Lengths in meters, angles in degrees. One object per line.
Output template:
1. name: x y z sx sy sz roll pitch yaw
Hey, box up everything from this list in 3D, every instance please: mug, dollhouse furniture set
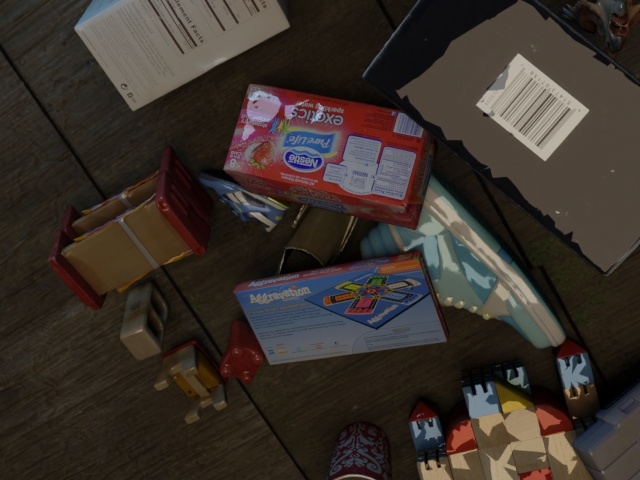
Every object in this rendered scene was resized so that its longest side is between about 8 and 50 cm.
1. mug: 0.044 0.368 1.288 0.150 0.169 0.113 -13 106 11
2. dollhouse furniture set: -0.212 0.076 1.254 0.201 0.152 0.374 -26 121 13

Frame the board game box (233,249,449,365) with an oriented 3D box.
1. board game box: 0.028 0.101 1.177 0.281 0.027 0.145 -11 120 22

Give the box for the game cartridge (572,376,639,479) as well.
1. game cartridge: 0.550 0.269 1.194 0.355 0.068 0.230 -36 98 -12

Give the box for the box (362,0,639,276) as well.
1. box: 0.262 -0.158 0.988 0.343 0.312 0.179 41 109 6

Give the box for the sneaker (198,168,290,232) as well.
1. sneaker: -0.120 -0.060 1.228 0.144 0.053 0.059 26 111 -2

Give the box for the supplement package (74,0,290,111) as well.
1. supplement package: -0.176 -0.304 1.097 0.244 0.139 0.134 -26 120 12

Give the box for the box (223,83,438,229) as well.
1. box: 0.017 -0.112 1.111 0.256 0.122 0.128 13 80 16

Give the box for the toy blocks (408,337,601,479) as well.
1. toy blocks: 0.288 0.305 1.257 0.381 0.191 0.261 -15 94 10

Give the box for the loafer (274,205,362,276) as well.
1. loafer: 0.000 0.000 1.216 0.094 0.087 0.251 22 109 -2

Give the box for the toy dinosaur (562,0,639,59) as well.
1. toy dinosaur: 0.398 -0.345 1.027 0.127 0.295 0.200 21 126 45

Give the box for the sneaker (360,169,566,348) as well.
1. sneaker: 0.189 0.073 1.204 0.208 0.127 0.319 -42 90 14
